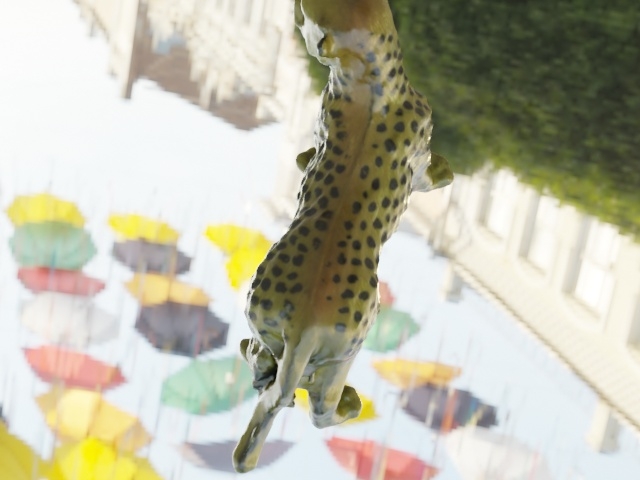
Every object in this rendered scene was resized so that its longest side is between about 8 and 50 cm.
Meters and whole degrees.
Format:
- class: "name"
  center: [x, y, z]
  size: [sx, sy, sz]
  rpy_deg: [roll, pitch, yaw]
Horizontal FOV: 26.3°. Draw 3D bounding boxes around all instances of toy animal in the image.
- class: "toy animal"
  center: [0.000, 0.000, 0.552]
  size: [0.073, 0.181, 0.136]
  rpy_deg: [18, 162, 9]
